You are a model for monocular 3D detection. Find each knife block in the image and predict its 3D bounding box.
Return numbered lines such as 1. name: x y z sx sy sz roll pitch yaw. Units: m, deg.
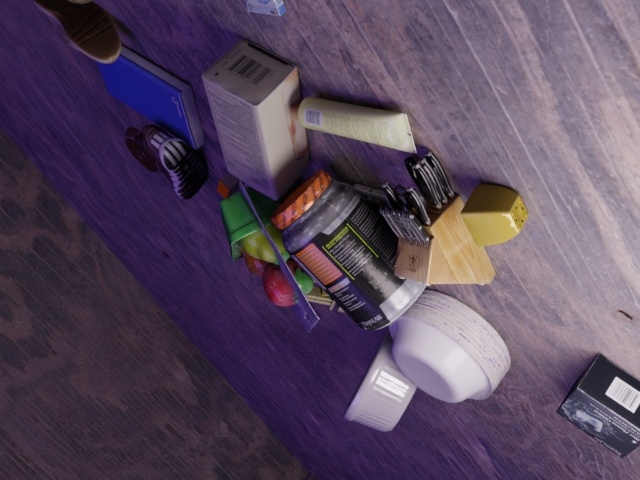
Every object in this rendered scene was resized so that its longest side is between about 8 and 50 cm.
1. knife block: 0.228 -0.041 1.495 0.276 0.242 0.088 3 -171 -41

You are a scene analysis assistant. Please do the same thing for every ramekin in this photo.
1. ramekin: 0.173 0.364 2.045 0.127 0.272 0.273 28 155 7

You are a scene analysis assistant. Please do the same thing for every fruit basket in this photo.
1. fruit basket: -0.096 0.045 1.867 0.353 0.165 0.327 54 169 8

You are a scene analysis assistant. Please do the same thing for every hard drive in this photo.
1. hard drive: -0.434 -0.375 1.996 0.319 0.040 0.210 33 155 22

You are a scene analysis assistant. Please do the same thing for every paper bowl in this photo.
1. paper bowl: 0.279 0.259 1.827 0.284 0.148 0.284 33 155 18

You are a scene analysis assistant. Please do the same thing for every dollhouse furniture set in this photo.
1. dollhouse furniture set: 0.018 0.091 2.086 0.182 0.161 0.101 13 121 -18

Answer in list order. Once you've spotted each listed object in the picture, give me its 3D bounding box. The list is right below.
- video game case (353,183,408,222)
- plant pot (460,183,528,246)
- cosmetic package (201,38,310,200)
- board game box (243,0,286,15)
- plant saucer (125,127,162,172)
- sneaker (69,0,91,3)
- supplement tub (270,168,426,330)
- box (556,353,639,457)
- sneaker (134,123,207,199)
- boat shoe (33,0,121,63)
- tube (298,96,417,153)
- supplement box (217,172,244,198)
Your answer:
1. video game case: 0.163 -0.029 1.670 0.173 0.022 0.190 20 149 42
2. plant pot: 0.302 -0.044 1.355 0.083 0.081 0.081 -2 132 43
3. cosmetic package: -0.123 -0.240 1.626 0.153 0.129 0.296 32 154 22
4. board game box: -0.110 -0.440 1.395 0.090 0.020 0.090 22 150 41
5. plant saucer: -0.519 -0.258 2.350 0.168 0.029 0.168 34 155 18
6. sneaker: -0.410 -0.547 1.561 0.182 0.158 0.410 29 165 -13
7. supplement tub: 0.057 0.017 1.642 0.316 0.193 0.193 47 157 -10
8. box: 0.566 0.324 1.550 0.156 0.093 0.158 35 157 18
9. sneaker: -0.401 -0.226 2.110 0.162 0.106 0.281 39 164 18
10. boat shoe: -0.577 -0.512 1.915 0.302 0.109 0.098 41 163 19
11. tube: 0.068 -0.216 1.463 0.240 0.062 0.070 18 -172 36
12. supplement box: -0.203 -0.151 1.941 0.036 0.098 0.062 44 158 5
